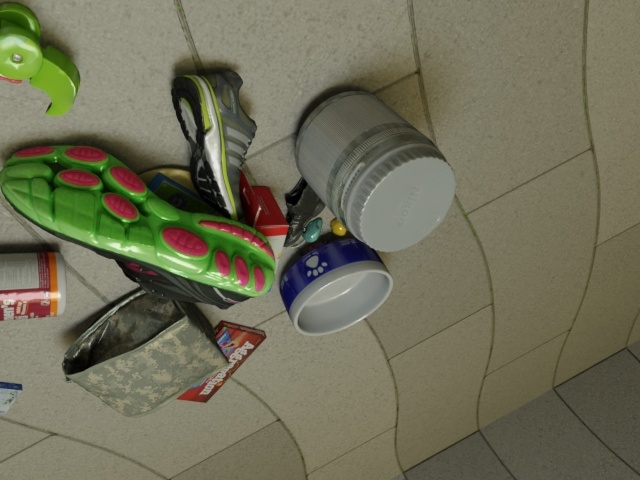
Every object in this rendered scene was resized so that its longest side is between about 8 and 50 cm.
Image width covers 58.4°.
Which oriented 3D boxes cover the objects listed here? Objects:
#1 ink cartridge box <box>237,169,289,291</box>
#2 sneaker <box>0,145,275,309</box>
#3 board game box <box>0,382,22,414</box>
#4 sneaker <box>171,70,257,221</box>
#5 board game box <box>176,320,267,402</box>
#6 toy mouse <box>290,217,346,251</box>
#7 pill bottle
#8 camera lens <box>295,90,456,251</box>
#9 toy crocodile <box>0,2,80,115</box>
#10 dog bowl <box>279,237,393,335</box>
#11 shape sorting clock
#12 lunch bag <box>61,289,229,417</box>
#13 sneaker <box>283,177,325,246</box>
[{"bbox_3d":[-0.134,-0.017,1.174,0.078,0.134,0.231,-3,132,-27],"label":"ink cartridge box"},{"bbox_3d":[-0.317,0.007,0.992,0.483,0.185,0.202,29,134,-19],"label":"sneaker"},{"bbox_3d":[-0.727,0.349,1.269,0.090,0.020,0.090,24,115,-43],"label":"board game box"},{"bbox_3d":[-0.166,-0.162,1.025,0.121,0.111,0.299,-31,137,-29],"label":"sneaker"},{"bbox_3d":[-0.280,0.324,1.502,0.145,0.027,0.281,23,116,-44],"label":"board game box"},{"bbox_3d":[0.000,0.000,1.346,0.143,0.031,0.161,-20,137,-12],"label":"toy mouse"},{"bbox_3d":[-0.578,0.084,1.022,0.221,0.121,0.121,-2,131,-29],"label":"pill bottle"},{"bbox_3d":[0.093,-0.137,1.077,0.220,0.274,0.219,-17,133,-19],"label":"camera lens"},{"bbox_3d":[-0.476,-0.274,0.740,0.341,0.115,0.105,20,119,-41],"label":"toy crocodile"},{"bbox_3d":[0.038,0.117,1.397,0.265,0.104,0.264,-20,147,-14],"label":"dog bowl"},{"bbox_3d":[-0.298,-0.051,1.115,0.206,0.040,0.206,-13,133,-15],"label":"shape sorting clock"},{"bbox_3d":[-0.386,0.250,1.262,0.287,0.169,0.235,-32,139,-6],"label":"lunch bag"},{"bbox_3d":[-0.053,-0.066,1.240,0.170,0.051,0.089,-47,136,11],"label":"sneaker"}]
